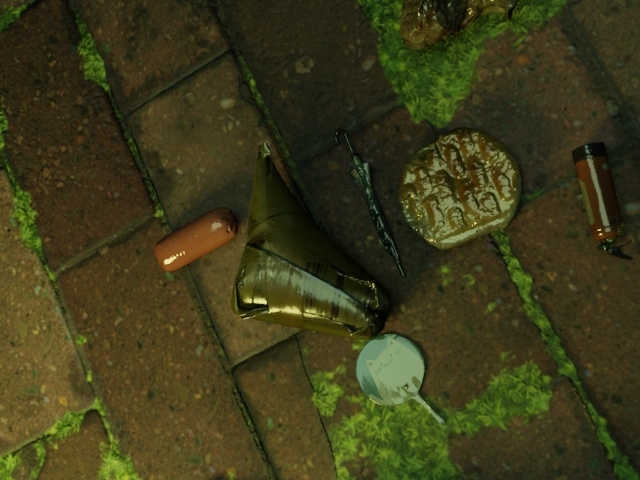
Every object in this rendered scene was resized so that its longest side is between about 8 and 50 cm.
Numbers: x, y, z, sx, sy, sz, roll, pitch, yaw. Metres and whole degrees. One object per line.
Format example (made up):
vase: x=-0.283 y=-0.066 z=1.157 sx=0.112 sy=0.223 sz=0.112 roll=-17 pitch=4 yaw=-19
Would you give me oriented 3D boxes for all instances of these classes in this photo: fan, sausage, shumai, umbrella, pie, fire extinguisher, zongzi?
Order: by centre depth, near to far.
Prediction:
fire extinguisher: x=0.416 y=-0.055 z=1.345 sx=0.062 sy=0.050 sz=0.177 roll=-8 pitch=80 yaw=-20
shumai: x=0.220 y=-0.381 z=1.410 sx=0.175 sy=0.166 sz=0.206 roll=18 pitch=91 yaw=-2
pie: x=0.215 y=-0.085 z=1.419 sx=0.195 sy=0.046 sz=0.195 roll=-2 pitch=85 yaw=19
fan: x=0.131 y=0.224 z=1.434 sx=0.175 sy=0.005 sz=0.113 roll=44 pitch=99 yaw=18
zongzi: x=0.000 y=0.000 z=1.450 sx=0.260 sy=0.123 sz=0.289 roll=8 pitch=83 yaw=16
umbrella: x=0.084 y=-0.066 z=1.467 sx=0.044 sy=0.044 sz=0.269 roll=-36 pitch=73 yaw=41
sausage: x=-0.209 y=-0.003 z=1.550 sx=0.154 sy=0.062 sz=0.062 roll=-28 pitch=76 yaw=16
